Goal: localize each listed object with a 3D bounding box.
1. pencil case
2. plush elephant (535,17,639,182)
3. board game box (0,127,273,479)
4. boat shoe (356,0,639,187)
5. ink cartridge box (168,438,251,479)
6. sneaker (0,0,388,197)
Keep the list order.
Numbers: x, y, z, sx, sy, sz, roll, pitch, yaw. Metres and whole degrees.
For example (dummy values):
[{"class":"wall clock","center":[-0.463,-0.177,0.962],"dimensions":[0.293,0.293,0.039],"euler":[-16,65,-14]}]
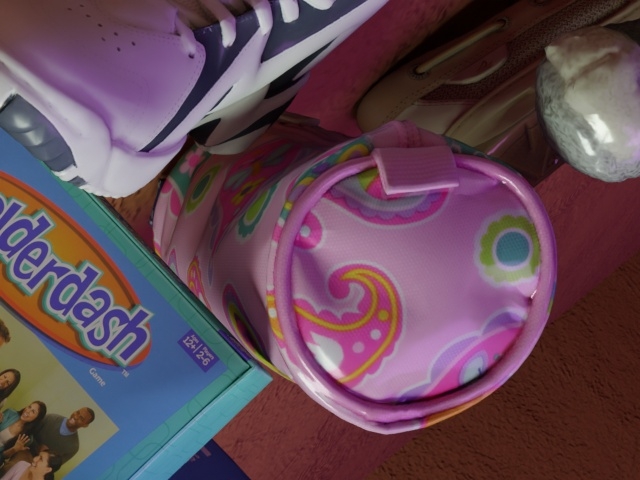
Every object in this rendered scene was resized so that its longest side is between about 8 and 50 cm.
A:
[{"class":"pencil case","center":[0.000,0.000,0.699],"dimensions":[0.124,0.124,0.284],"euler":[-43,-165,-6]},{"class":"plush elephant","center":[0.190,-0.214,0.624],"dimensions":[0.330,0.255,0.272],"euler":[-14,-148,6]},{"class":"board game box","center":[-0.149,0.067,0.602],"dimensions":[0.210,0.160,0.047],"euler":[-43,166,-2]},{"class":"boat shoe","center":[0.174,-0.139,1.023],"dimensions":[0.341,0.110,0.121],"euler":[-32,151,-29]},{"class":"ink cartridge box","center":[-0.101,0.273,0.839],"dimensions":[0.270,0.395,0.151],"euler":[-51,165,26]},{"class":"sneaker","center":[-0.036,-0.103,0.568],"dimensions":[0.153,0.094,0.235],"euler":[-50,165,17]}]
